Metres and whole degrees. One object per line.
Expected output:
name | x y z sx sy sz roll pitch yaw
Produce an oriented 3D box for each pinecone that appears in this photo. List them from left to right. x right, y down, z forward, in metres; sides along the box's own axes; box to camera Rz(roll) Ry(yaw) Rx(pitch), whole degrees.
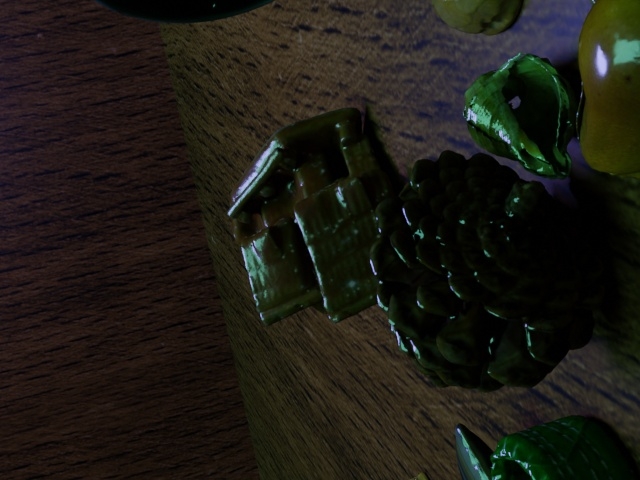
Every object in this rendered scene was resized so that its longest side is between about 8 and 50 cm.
pinecone | 0.130 0.034 0.840 0.212 0.168 0.186 66 -170 -58

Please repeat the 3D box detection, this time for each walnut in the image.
walnut | 0.118 -0.209 0.866 0.121 0.052 0.091 130 120 -75

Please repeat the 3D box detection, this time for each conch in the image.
conch | 0.154 -0.096 0.800 0.121 0.074 0.089 -118 22 -46

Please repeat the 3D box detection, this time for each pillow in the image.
pillow | 0.194 0.296 1.034 0.208 0.052 0.212 62 178 32

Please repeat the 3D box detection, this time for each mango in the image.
mango | 0.197 -0.095 0.607 0.159 0.105 0.084 72 -153 -69

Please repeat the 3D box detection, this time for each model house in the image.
model house | -0.001 -0.001 1.273 0.220 0.199 0.229 72 176 -50

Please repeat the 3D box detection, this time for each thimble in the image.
thimble | 0.204 0.212 0.899 0.130 0.090 0.118 -178 76 -74

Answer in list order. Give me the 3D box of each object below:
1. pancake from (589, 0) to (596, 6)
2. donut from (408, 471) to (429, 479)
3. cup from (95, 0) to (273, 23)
pancake | 0.197 -0.182 0.652 0.139 0.022 0.140 164 90 -75
donut | 0.135 0.362 1.425 0.067 0.037 0.083 -124 25 -44
cup | -0.114 -0.481 1.113 0.310 0.400 0.392 33 -144 -58
